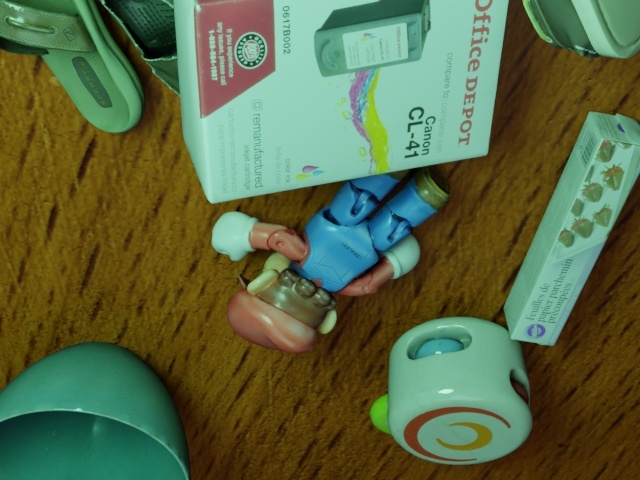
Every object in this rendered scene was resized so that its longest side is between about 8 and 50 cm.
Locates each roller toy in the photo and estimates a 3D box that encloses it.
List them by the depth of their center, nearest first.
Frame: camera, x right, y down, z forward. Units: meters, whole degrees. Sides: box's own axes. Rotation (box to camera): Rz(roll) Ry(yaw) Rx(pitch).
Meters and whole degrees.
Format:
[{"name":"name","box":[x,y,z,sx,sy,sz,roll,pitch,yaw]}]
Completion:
[{"name":"roller toy","box":[0.189,0.200,1.300,0.209,0.146,0.191,17,138,-14]}]

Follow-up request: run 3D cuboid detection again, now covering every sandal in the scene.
[{"name":"sandal","box":[-0.284,-0.215,0.976,0.120,0.086,0.302,2,138,39]}]

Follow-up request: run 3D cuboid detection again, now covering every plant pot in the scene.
[{"name":"plant pot","box":[-0.314,0.253,1.307,0.290,0.195,0.290,0,129,0]}]

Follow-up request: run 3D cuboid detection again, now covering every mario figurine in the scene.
[{"name":"mario figurine","box":[0.000,0.000,1.182,0.320,0.170,0.198,-45,81,18]}]

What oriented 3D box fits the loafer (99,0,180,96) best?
[{"name":"loafer","box":[-0.151,-0.200,1.013,0.094,0.087,0.251,-32,122,23]}]

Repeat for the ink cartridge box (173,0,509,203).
[{"name":"ink cartridge box","box":[0.017,-0.180,0.953,0.306,0.131,0.226,-10,131,-13]}]

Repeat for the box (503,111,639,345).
[{"name":"box","box":[0.310,-0.006,1.187,0.063,0.067,0.324,9,127,-7]}]

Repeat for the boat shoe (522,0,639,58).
[{"name":"boat shoe","box":[0.195,-0.302,0.828,0.116,0.097,0.324,-44,122,-21]}]
